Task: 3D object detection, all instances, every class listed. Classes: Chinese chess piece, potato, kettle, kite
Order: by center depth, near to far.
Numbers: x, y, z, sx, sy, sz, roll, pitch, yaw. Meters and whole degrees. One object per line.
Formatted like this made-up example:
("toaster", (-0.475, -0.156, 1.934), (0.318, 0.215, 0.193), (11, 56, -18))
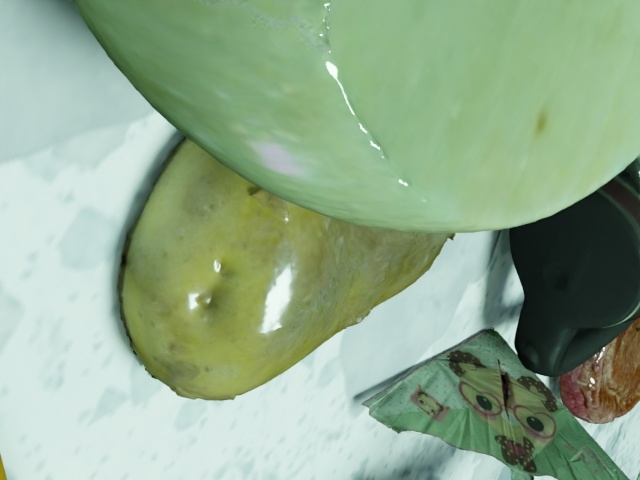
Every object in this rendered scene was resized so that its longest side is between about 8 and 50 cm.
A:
("Chinese chess piece", (0.052, -0.176, 0.494), (0.349, 0.146, 0.349), (-29, 130, -41))
("potato", (0.000, 0.000, 0.649), (0.200, 0.081, 0.164), (-37, 143, -34))
("kite", (0.123, 0.143, 0.866), (0.229, 0.250, 0.012), (19, 125, -22))
("kettle", (0.219, -0.014, 0.947), (0.232, 0.144, 0.202), (-27, 150, -39))

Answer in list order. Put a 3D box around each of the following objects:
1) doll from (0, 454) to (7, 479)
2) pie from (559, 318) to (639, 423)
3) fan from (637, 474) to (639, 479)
("doll", (-0.154, 0.105, 0.323), (0.213, 0.236, 0.213), (-35, 137, -40))
("pie", (0.250, 0.063, 1.127), (0.182, 0.050, 0.182), (-31, 133, -41))
("fan", (0.388, 0.204, 1.504), (0.240, 0.009, 0.131), (-57, 148, -11))
